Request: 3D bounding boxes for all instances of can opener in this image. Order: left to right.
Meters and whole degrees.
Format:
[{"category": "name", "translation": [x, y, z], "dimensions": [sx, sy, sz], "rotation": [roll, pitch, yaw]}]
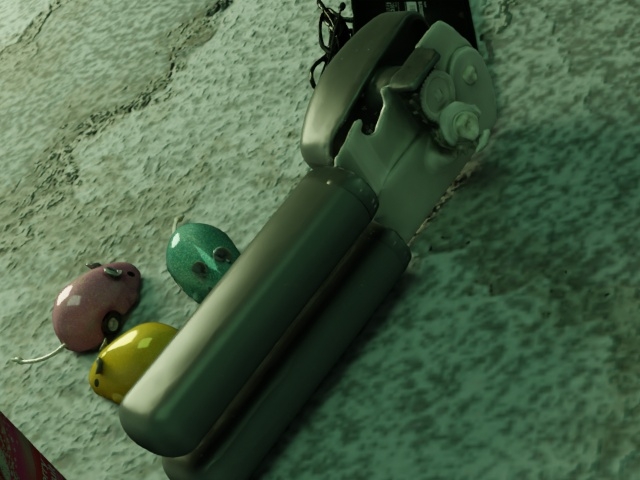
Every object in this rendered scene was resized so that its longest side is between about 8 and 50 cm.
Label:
[{"category": "can opener", "translation": [0.000, 0.000, 0.622], "dimensions": [0.093, 0.074, 0.280], "rotation": [6, 53, 45]}]

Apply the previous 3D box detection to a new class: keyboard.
[{"category": "keyboard", "translation": [0.044, -0.124, 0.773], "dimensions": [0.100, 0.038, 0.192], "rotation": [0, 41, 0]}]

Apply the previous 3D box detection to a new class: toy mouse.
[{"category": "toy mouse", "translation": [-0.097, 0.025, 0.687], "dimensions": [0.161, 0.031, 0.143], "rotation": [-11, 42, 23]}]

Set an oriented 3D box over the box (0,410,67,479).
[{"category": "box", "translation": [-0.161, 0.189, 0.468], "dimensions": [0.123, 0.128, 0.257], "rotation": [-24, 39, 8]}]
